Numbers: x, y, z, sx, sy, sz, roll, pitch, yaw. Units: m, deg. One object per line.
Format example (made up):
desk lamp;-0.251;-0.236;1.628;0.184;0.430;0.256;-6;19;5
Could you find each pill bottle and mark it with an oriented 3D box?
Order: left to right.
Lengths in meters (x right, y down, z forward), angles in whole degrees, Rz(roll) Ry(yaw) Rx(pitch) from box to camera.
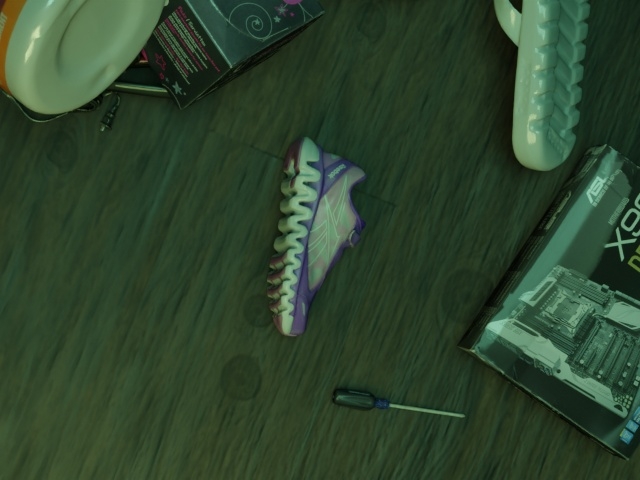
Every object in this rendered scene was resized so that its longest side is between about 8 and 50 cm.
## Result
pill bottle;-0.375;-0.330;1.691;0.392;0.224;0.224;37;84;17

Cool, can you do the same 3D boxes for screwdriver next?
screwdriver;0.097;0.203;1.919;0.169;0.025;0.024;10;88;-8

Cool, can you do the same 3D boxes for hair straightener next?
hair straightener;-0.263;-0.174;1.851;0.230;0.047;0.089;-1;90;-9

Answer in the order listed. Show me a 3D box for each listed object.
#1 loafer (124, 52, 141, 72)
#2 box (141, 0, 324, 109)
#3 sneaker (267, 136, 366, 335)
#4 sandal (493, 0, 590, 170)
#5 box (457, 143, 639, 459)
loafer;-0.312;-0.227;1.810;0.220;0.080;0.078;17;73;12
box;-0.142;-0.307;1.796;0.163;0.142;0.247;-36;94;-33
sneaker;0.000;0.000;1.874;0.104;0.095;0.236;10;87;-17
sandal;0.257;-0.295;1.903;0.102;0.169;0.416;6;89;31
box;0.354;0.074;1.934;0.242;0.076;0.307;35;85;-7
